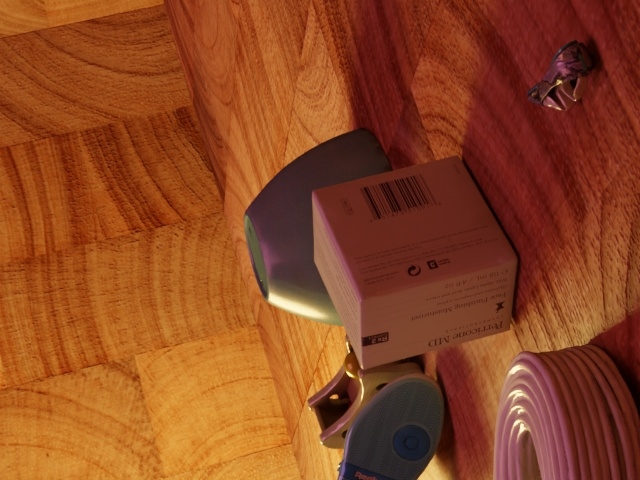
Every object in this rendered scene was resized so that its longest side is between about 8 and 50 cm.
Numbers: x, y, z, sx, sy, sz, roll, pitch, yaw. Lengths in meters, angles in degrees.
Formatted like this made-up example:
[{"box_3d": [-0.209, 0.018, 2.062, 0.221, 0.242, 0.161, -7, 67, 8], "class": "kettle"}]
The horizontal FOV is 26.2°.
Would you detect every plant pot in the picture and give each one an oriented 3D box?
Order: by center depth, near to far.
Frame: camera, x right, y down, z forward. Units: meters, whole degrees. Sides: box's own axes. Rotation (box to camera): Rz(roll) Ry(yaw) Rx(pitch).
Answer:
[{"box_3d": [0.000, 0.000, 1.983, 0.290, 0.195, 0.290, 167, 90, -79], "class": "plant pot"}]

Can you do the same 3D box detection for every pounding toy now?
[{"box_3d": [0.054, 0.208, 2.078, 0.269, 0.154, 0.155, 92, 161, -54], "class": "pounding toy"}]

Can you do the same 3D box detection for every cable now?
[{"box_3d": [0.224, 0.226, 1.285, 0.257, 0.089, 0.257, -100, 13, -50], "class": "cable"}]

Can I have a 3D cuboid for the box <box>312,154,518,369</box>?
[{"box_3d": [0.100, 0.021, 1.526, 0.119, 0.181, 0.182, 87, 165, -46], "class": "box"}]

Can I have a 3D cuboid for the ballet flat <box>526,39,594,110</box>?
[{"box_3d": [0.206, -0.132, 1.180, 0.114, 0.041, 0.041, 114, 141, -74], "class": "ballet flat"}]

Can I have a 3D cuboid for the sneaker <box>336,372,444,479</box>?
[{"box_3d": [0.092, 0.307, 2.004, 0.319, 0.127, 0.208, -65, -3, 17], "class": "sneaker"}]
